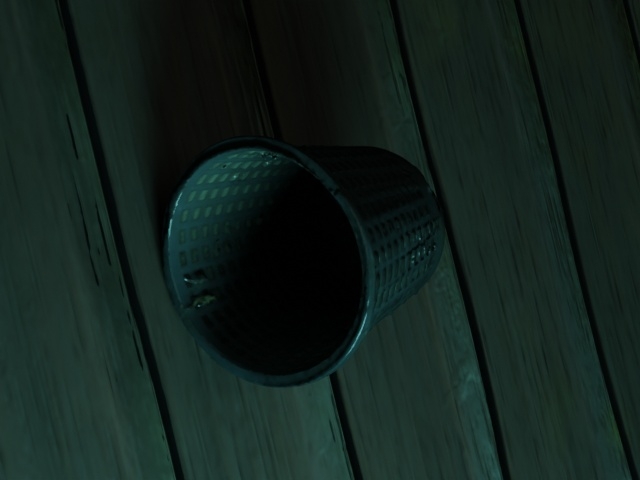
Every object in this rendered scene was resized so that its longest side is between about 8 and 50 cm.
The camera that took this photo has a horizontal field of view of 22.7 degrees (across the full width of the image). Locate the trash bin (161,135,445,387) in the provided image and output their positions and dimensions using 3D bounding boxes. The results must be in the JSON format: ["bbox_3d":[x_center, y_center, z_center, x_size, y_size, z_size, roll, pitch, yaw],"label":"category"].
[{"bbox_3d":[0.000,0.000,1.135,0.161,0.175,0.175,-22,95,-56],"label":"trash bin"}]
